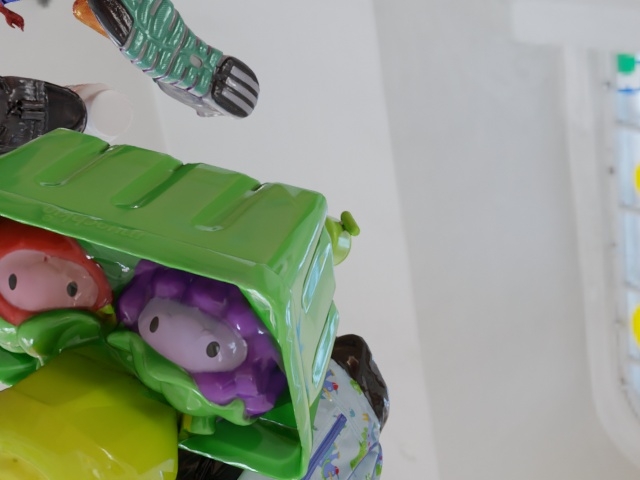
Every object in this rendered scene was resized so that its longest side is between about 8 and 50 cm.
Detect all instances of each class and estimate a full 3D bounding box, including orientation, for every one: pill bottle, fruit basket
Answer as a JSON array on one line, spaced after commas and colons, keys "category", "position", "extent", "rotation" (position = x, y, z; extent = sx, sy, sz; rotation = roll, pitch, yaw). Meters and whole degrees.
[{"category": "pill bottle", "position": [-0.324, -0.177, 1.696], "extent": [0.086, 0.086, 0.152], "rotation": [-28, -161, -31]}, {"category": "fruit basket", "position": [-0.191, 0.111, 1.041], "extent": [0.392, 0.283, 0.392], "rotation": [-3, -138, 3]}]

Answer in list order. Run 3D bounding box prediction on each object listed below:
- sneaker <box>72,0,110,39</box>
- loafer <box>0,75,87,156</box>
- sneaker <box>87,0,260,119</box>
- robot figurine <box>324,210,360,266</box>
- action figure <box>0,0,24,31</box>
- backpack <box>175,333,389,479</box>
[{"category": "sneaker", "position": [-0.223, -0.255, 1.468], "extent": [0.175, 0.064, 0.067], "rotation": [18, -143, -47]}, {"category": "loafer", "position": [-0.433, -0.153, 1.481], "extent": [0.303, 0.109, 0.095], "rotation": [0, 177, -18]}, {"category": "sneaker", "position": [-0.174, -0.195, 1.297], "extent": [0.098, 0.224, 0.083], "rotation": [-6, -127, 50]}, {"category": "robot figurine", "position": [0.000, 0.000, 1.541], "extent": [0.101, 0.067, 0.115], "rotation": [-42, 164, 10]}, {"category": "action figure", "position": [-0.347, -0.276, 1.449], "extent": [0.280, 0.139, 0.091], "rotation": [-17, -138, -3]}, {"category": "backpack", "position": [-0.094, 0.285, 1.238], "extent": [0.290, 0.273, 0.355], "rotation": [-23, -174, 31]}]
